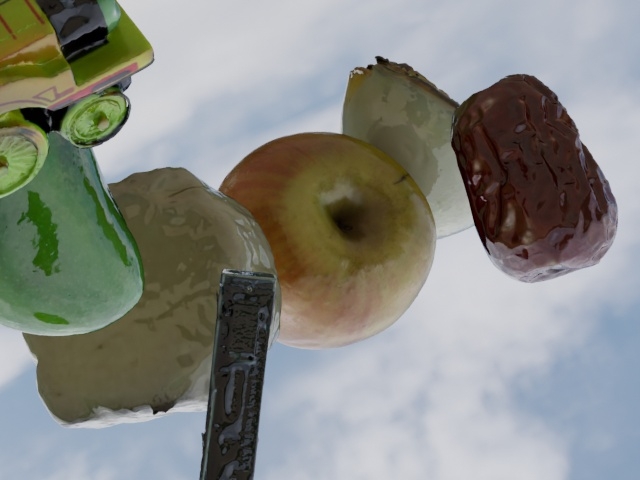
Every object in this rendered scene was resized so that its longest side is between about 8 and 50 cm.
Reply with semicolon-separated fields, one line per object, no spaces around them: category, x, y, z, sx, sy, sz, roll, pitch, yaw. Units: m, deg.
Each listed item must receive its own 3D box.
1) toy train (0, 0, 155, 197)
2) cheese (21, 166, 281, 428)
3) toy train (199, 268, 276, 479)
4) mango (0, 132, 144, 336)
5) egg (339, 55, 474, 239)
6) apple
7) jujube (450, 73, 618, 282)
toy train;-0.259;-0.100;1.423;0.296;0.160;0.100;-29;-119;-15
cheese;-0.201;0.077;2.291;0.318;0.115;0.326;30;-85;27
toy train;-0.076;0.144;1.752;0.052;0.233;0.051;6;-175;-3
mango;-0.316;-0.060;1.916;0.201;0.382;0.225;-16;-147;52
egg;0.121;-0.100;2.623;0.264;0.286;0.174;32;-105;22
apple;0.000;0.000;2.482;0.286;0.286;0.233;-39;177;-28
jujube;0.228;-0.067;2.163;0.155;0.230;0.155;-24;172;-3
